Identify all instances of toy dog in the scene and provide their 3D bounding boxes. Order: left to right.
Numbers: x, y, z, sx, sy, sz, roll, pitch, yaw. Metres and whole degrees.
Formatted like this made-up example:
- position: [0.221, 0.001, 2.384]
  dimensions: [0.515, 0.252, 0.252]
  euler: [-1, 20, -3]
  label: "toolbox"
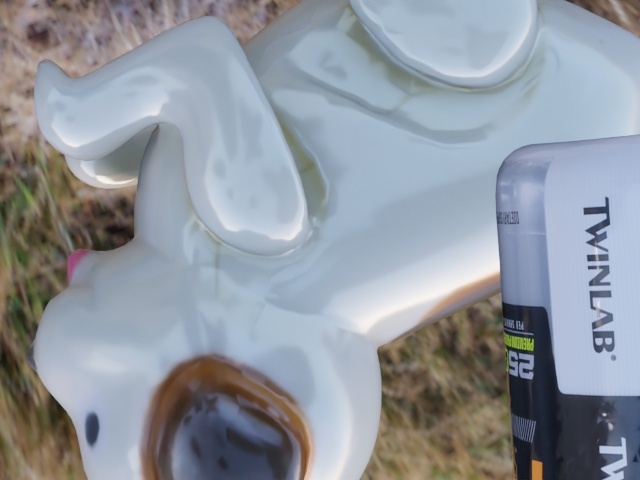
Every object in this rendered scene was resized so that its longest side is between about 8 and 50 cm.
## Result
- position: [0.000, 0.000, 1.063]
  dimensions: [0.395, 0.284, 0.408]
  euler: [39, 80, -9]
  label: "toy dog"

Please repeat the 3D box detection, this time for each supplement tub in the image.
- position: [0.182, 0.108, 0.775]
  dimensions: [0.194, 0.193, 0.316]
  euler: [-4, 91, -17]
  label: "supplement tub"
